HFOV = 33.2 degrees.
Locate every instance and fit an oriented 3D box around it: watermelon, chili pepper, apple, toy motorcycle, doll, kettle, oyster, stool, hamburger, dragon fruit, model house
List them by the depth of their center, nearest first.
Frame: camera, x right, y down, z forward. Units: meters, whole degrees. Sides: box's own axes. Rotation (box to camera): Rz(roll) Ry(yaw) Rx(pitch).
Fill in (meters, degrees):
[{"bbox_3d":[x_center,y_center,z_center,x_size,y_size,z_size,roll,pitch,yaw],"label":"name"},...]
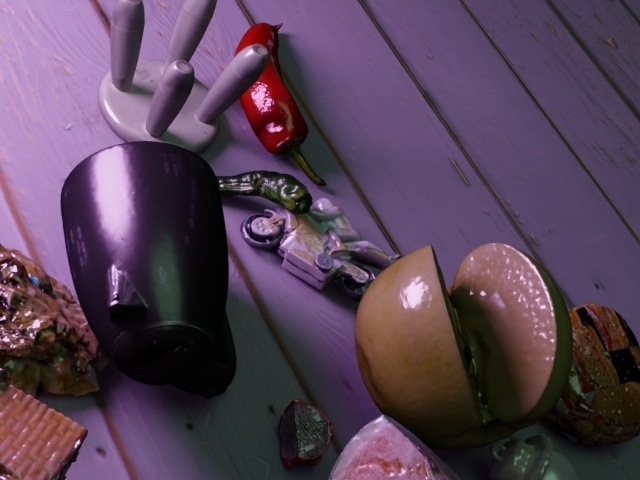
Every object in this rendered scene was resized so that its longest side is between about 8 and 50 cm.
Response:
[{"bbox_3d":[-0.359,0.231,1.117,0.172,0.183,0.166,35,43,-2],"label":"model house"},{"bbox_3d":[0.109,0.390,1.302,0.175,0.188,0.321,-18,61,12],"label":"watermelon"},{"bbox_3d":[-0.362,0.093,1.312,0.223,0.083,0.214,10,51,-31],"label":"oyster"},{"bbox_3d":[-0.191,0.060,1.358,0.268,0.207,0.290,44,23,-50],"label":"kettle"},{"bbox_3d":[-0.018,0.253,1.388,0.060,0.056,0.083,4,56,-25],"label":"dragon fruit"},{"bbox_3d":[0.193,0.141,1.441,0.292,0.292,0.254,3,58,-28],"label":"apple"},{"bbox_3d":[0.347,0.367,1.468,0.293,0.119,0.138,35,60,-6],"label":"doll"},{"bbox_3d":[-0.093,-0.078,1.587,0.182,0.050,0.073,7,32,21],"label":"chili pepper"},{"bbox_3d":[0.000,0.000,1.602,0.229,0.074,0.151,26,49,5],"label":"toy motorcycle"},{"bbox_3d":[-0.214,-0.257,1.609,0.195,0.198,0.195,-20,64,-42],"label":"stool"},{"bbox_3d":[0.408,0.206,1.643,0.231,0.107,0.230,18,51,-24],"label":"hamburger"},{"bbox_3d":[-0.076,-0.254,1.766,0.137,0.092,0.368,13,50,-36],"label":"chili pepper"}]
